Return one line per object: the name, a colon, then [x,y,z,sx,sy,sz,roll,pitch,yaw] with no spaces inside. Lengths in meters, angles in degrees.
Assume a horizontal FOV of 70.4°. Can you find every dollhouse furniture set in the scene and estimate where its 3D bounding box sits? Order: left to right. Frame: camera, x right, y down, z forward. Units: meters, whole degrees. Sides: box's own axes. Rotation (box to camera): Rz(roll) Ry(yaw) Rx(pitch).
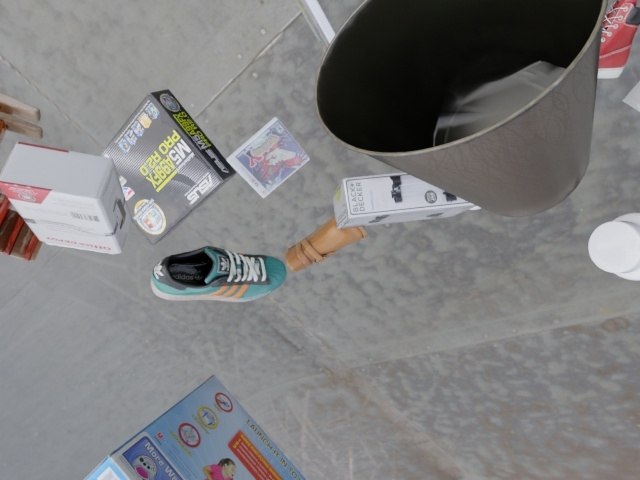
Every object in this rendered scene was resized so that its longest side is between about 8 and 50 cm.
dollhouse furniture set: [-0.443,-0.038,0.598,0.135,0.261,0.259,23,163,-25]

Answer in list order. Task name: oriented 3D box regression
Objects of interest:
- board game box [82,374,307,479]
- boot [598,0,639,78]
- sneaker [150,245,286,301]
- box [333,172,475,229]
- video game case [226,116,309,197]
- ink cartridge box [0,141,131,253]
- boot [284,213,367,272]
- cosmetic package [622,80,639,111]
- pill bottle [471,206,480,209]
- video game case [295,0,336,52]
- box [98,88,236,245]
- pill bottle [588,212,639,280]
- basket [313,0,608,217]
board game box: [-0.159,0.398,0.705,0.086,0.302,0.308,-45,83,11]
boot: [0.605,-0.452,1.014,0.245,0.088,0.176,-13,134,-16]
sneaker: [-0.205,0.072,0.984,0.303,0.108,0.121,-3,159,-26]
box: [0.183,-0.093,1.021,0.290,0.087,0.169,-7,174,-5]
video game case: [-0.160,-0.255,1.423,0.201,0.023,0.183,-40,129,4]
ink cartridge box: [-0.283,-0.043,0.521,0.099,0.056,0.135,10,152,-9]
boot: [0.000,0.000,1.226,0.109,0.220,0.283,60,173,0]
cosmetic package: [0.963,-0.439,1.214,0.127,0.107,0.237,56,132,34]
pill bottle: [0.514,-0.237,1.519,0.131,0.245,0.130,20,168,4]
video game case: [-0.025,-0.555,1.083,0.026,0.206,0.227,-32,112,7]
box: [-0.337,-0.144,0.952,0.270,0.060,0.216,-33,98,32]
pill bottle: [0.741,0.013,1.023,0.272,0.152,0.152,1,146,-28]
basket: [0.143,-0.108,0.394,0.205,0.154,0.227,-7,164,36]
